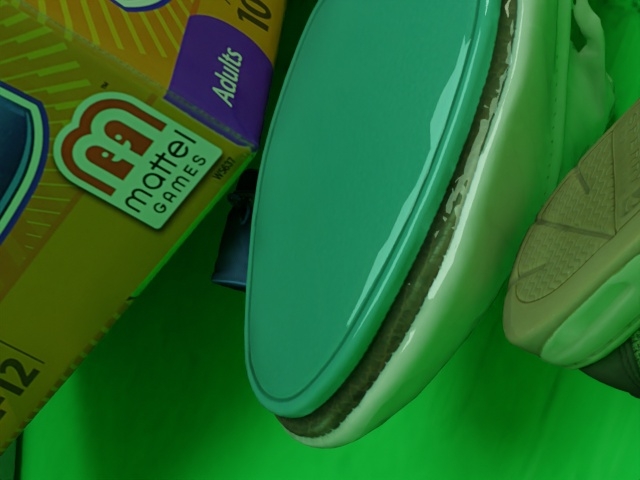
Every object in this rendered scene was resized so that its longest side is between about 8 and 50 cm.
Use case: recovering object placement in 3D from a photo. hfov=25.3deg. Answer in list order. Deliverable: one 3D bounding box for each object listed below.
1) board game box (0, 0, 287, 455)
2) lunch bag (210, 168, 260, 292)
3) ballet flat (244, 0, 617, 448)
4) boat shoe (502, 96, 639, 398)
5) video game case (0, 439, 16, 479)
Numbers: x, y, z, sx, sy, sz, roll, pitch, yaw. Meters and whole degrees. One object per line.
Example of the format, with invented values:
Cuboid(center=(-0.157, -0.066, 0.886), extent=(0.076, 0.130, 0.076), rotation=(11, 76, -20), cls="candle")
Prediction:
Cuboid(center=(-0.254, -0.122, 0.757), extent=(0.356, 0.356, 0.356), rotation=(-47, 21, 32), cls="board game box")
Cuboid(center=(0.000, 0.000, 0.648), extent=(0.067, 0.098, 0.065), rotation=(6, 77, 61), cls="lunch bag")
Cuboid(center=(0.069, -0.110, 0.577), extent=(0.139, 0.139, 0.400), rotation=(-1, 78, 55), cls="ballet flat")
Cuboid(center=(0.172, -0.039, 0.427), extent=(0.285, 0.092, 0.103), rotation=(-46, 22, 37), cls="boat shoe")
Cuboid(center=(-0.303, 0.210, 1.017), extent=(0.269, 0.061, 0.244), rotation=(-35, 47, 43), cls="video game case")
